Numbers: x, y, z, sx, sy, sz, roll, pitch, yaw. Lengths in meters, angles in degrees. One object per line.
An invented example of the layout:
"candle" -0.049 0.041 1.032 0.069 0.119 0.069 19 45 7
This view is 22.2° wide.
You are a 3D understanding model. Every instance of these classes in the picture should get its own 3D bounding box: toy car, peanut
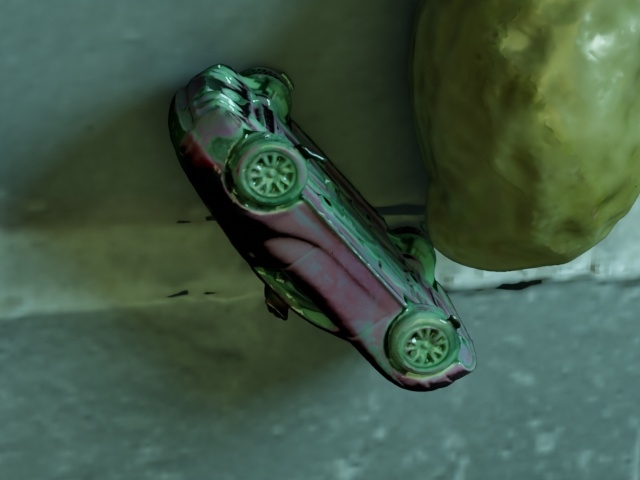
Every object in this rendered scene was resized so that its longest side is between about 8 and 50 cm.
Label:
"toy car" 0.000 0.000 0.559 0.055 0.069 0.142 -37 114 13
"peanut" 0.102 -0.091 0.538 0.103 0.098 0.229 40 100 9
